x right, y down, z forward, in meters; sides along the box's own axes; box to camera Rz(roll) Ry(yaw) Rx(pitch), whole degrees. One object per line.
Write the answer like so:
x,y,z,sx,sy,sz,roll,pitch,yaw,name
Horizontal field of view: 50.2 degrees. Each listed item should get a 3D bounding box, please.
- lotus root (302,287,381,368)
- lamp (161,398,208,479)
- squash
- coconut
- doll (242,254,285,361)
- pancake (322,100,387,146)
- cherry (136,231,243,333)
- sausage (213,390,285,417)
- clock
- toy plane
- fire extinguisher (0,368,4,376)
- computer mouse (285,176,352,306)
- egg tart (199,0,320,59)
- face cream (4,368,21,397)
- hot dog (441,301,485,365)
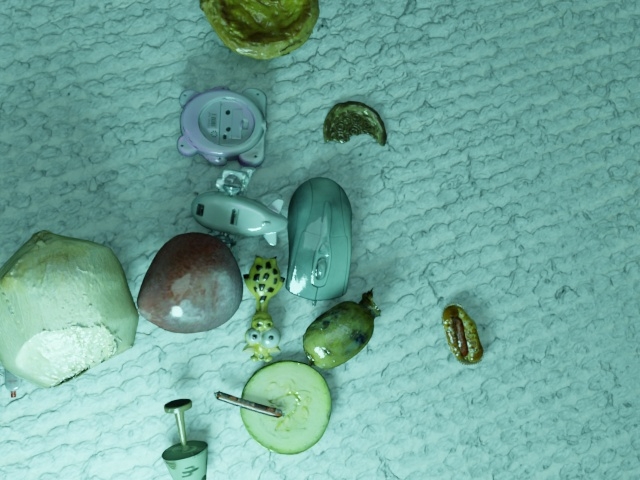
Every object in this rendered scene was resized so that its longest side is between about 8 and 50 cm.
0.071,0.241,1.862,0.278,0.154,0.154,-38,90,-14,lotus root
-0.350,0.520,1.750,0.121,0.121,0.214,-9,97,-12,lamp
-0.093,0.447,1.850,0.252,0.049,0.252,1,81,-9,squash
-0.630,0.153,1.647,0.346,0.346,0.360,-25,89,-13,coconut
-0.157,0.184,1.857,0.117,0.086,0.291,4,81,-7,doll
0.098,-0.328,2.018,0.190,0.020,0.184,-35,91,-14,pancake
-0.330,0.114,1.750,0.307,0.221,0.261,-27,108,-41,cherry
-0.188,0.434,1.805,0.198,0.025,0.028,18,46,-5,sausage
-0.272,-0.321,1.911,0.248,0.090,0.227,3,81,-9,clock
-0.220,-0.070,1.861,0.267,0.122,0.266,0,101,-1,toy plane
-0.832,0.390,1.721,0.056,0.039,0.132,9,79,-41,fire extinguisher
0.000,0.000,1.905,0.188,0.122,0.370,5,84,-10,computer mouse
-0.171,-0.659,1.960,0.341,0.129,0.341,2,81,-9,egg tart
-0.785,0.359,1.743,0.040,0.021,0.083,-2,82,-13,face cream
0.407,0.270,1.972,0.099,0.053,0.192,-20,88,-17,hot dog
